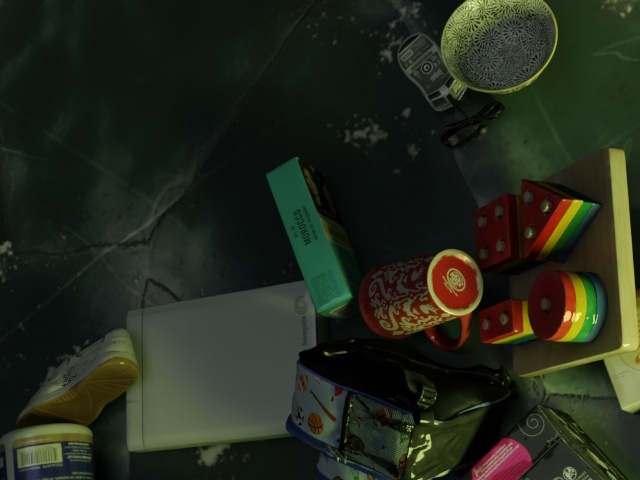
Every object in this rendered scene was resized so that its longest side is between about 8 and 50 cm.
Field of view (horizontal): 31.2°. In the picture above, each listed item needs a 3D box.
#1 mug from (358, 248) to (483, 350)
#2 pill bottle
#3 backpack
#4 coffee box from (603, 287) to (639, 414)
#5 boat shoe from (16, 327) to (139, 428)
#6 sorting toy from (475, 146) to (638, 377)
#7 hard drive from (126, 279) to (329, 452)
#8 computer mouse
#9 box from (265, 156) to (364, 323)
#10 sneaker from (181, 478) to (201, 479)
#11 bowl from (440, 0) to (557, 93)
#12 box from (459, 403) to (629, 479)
[{"bbox_3d":[0.158,0.077,1.603,0.169,0.150,0.113,-25,47,60],"label":"mug"},{"bbox_3d":[-0.429,0.436,1.827,0.153,0.153,0.265,-17,69,23],"label":"pill bottle"},{"bbox_3d":[0.091,0.237,1.560,0.263,0.276,0.213,25,103,34],"label":"backpack"},{"bbox_3d":[0.484,0.113,1.457,0.246,0.098,0.141,-24,67,21],"label":"coffee box"},{"bbox_3d":[-0.396,0.234,1.888,0.277,0.098,0.096,-33,43,28],"label":"boat shoe"},{"bbox_3d":[0.294,0.033,1.500,0.255,0.089,0.257,147,126,-64],"label":"sorting toy"},{"bbox_3d":[-0.150,0.201,1.802,0.353,0.047,0.233,-11,72,25],"label":"hard drive"},{"bbox_3d":[0.189,-0.236,1.741,0.106,0.042,0.193,-39,68,19],"label":"computer mouse"},{"bbox_3d":[0.000,0.000,1.744,0.060,0.100,0.244,-29,66,17],"label":"box"},{"bbox_3d":[-0.186,0.411,1.707,0.252,0.103,0.111,-2,61,47],"label":"sneaker"},{"bbox_3d":[0.267,-0.277,1.679,0.170,0.080,0.170,-7,69,17],"label":"bowl"},{"bbox_3d":[0.268,0.357,1.484,0.247,0.142,0.163,-47,62,11],"label":"box"}]
